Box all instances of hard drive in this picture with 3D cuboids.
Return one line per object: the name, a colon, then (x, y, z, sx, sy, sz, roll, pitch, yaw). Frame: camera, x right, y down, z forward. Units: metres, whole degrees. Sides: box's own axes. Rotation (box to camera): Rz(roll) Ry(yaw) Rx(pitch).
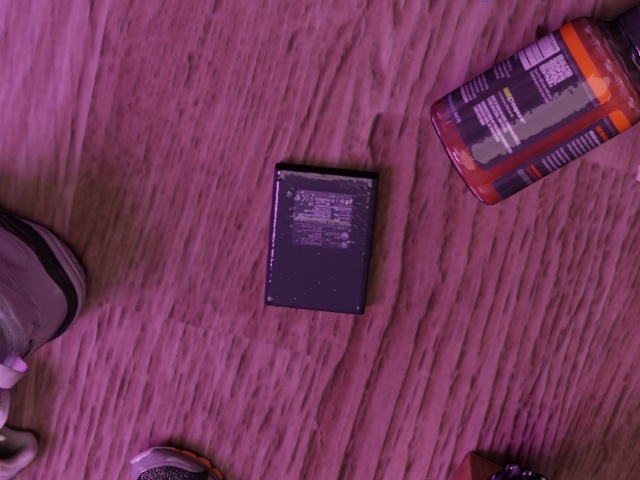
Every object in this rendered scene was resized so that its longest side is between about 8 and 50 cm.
hard drive: (0.000, 0.000, 1.372, 0.094, 0.022, 0.135, 6, 111, 1)

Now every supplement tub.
supplement tub: (0.199, -0.118, 1.270, 0.198, 0.106, 0.106, -29, 106, 14)

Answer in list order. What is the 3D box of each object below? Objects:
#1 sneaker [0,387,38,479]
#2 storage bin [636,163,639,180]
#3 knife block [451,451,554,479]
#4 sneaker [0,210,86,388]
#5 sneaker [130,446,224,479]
sneaker: (-0.382, 0.141, 1.385, 0.152, 0.114, 0.305, -30, 133, 7)
storage bin: (0.404, -0.157, 1.193, 0.260, 0.123, 0.262, -5, 112, -21)
knife block: (0.146, 0.315, 1.366, 0.088, 0.242, 0.276, 26, 111, -5)
sneaker: (-0.389, 0.011, 1.300, 0.365, 0.210, 0.137, 27, 110, -7)
sneaker: (-0.115, 0.293, 1.460, 0.084, 0.083, 0.215, -29, 105, 15)
